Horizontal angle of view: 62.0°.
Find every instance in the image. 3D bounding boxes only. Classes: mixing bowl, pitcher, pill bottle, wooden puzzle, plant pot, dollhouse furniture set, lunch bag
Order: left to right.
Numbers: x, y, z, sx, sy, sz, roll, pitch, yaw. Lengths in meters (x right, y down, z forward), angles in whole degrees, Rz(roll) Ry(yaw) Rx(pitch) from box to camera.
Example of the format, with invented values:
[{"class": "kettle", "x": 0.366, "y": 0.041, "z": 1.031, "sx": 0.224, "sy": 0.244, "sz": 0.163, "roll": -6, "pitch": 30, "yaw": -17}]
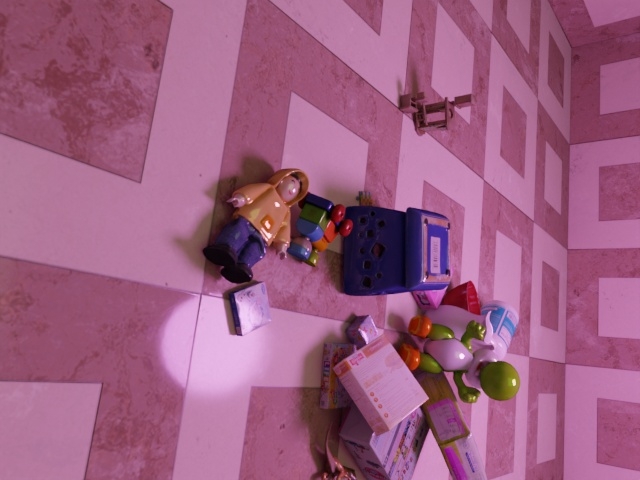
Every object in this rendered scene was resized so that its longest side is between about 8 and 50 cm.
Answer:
[{"class": "lunch bag", "x": 0.111, "y": 0.247, "z": 1.381, "sx": 0.071, "sy": 0.053, "sz": 0.083, "roll": -43, "pitch": 111, "yaw": -47}, {"class": "wooden puzzle", "x": 0.123, "y": -0.109, "z": 1.452, "sx": 0.083, "sy": 0.006, "sz": 0.049, "roll": -5, "pitch": 92, "yaw": -52}, {"class": "plant pot", "x": 0.209, "y": 0.029, "z": 1.384, "sx": 0.236, "sy": 0.212, "sz": 0.235, "roll": 7, "pitch": 83, "yaw": -54}, {"class": "dollhouse furniture set", "x": 0.360, "y": -0.393, "z": 1.629, "sx": 0.161, "sy": 0.182, "sz": 0.101, "roll": 4, "pitch": 85, "yaw": -52}, {"class": "pitcher", "x": 0.437, "y": 0.284, "z": 1.666, "sx": 0.125, "sy": 0.207, "sz": 0.177, "roll": -61, "pitch": 138, "yaw": -38}, {"class": "mixing bowl", "x": 0.470, "y": 0.230, "z": 1.788, "sx": 0.181, "sy": 0.098, "sz": 0.181, "roll": 31, "pitch": 54, "yaw": -55}, {"class": "pill bottle", "x": 0.623, "y": 0.349, "z": 1.950, "sx": 0.264, "sy": 0.146, "sz": 0.146, "roll": -46, "pitch": 123, "yaw": -42}]

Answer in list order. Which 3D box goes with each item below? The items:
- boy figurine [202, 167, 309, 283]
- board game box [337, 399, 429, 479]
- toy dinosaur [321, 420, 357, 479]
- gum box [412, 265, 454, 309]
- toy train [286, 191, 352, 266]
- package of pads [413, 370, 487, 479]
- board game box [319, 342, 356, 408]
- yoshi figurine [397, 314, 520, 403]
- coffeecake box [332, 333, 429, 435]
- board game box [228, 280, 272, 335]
[{"class": "boy figurine", "x": -0.112, "y": -0.040, "z": 1.083, "sx": 0.177, "sy": 0.092, "sz": 0.285, "roll": 55, "pitch": 50, "yaw": -26}, {"class": "board game box", "x": 0.175, "y": 0.498, "z": 1.391, "sx": 0.224, "sy": 0.098, "sz": 0.303, "roll": -57, "pitch": 134, "yaw": -37}, {"class": "toy dinosaur", "x": 0.028, "y": 0.535, "z": 1.265, "sx": 0.112, "sy": 0.064, "sz": 0.211, "roll": -78, "pitch": 153, "yaw": -46}, {"class": "gum box", "x": 0.351, "y": 0.121, "z": 1.684, "sx": 0.188, "sy": 0.062, "sz": 0.107, "roll": -56, "pitch": 129, "yaw": -38}, {"class": "toy train", "x": 0.000, "y": 0.000, "z": 1.234, "sx": 0.143, "sy": 0.105, "sz": 0.248, "roll": -62, "pitch": 158, "yaw": -11}, {"class": "package of pads", "x": 0.372, "y": 0.538, "z": 1.552, "sx": 0.296, "sy": 0.101, "sz": 0.229, "roll": -103, "pitch": 169, "yaw": -63}, {"class": "board game box", "x": 0.044, "y": 0.331, "z": 1.310, "sx": 0.103, "sy": 0.026, "sz": 0.154, "roll": 15, "pitch": 76, "yaw": -51}, {"class": "yoshi figurine", "x": 0.420, "y": 0.350, "z": 1.518, "sx": 0.362, "sy": 0.203, "sz": 0.203, "roll": 23, "pitch": 39, "yaw": -8}, {"class": "coffeecake box", "x": 0.142, "y": 0.338, "z": 1.260, "sx": 0.142, "sy": 0.068, "sz": 0.185, "roll": -24, "pitch": 73, "yaw": -35}, {"class": "board game box", "x": -0.142, "y": 0.138, "z": 1.089, "sx": 0.090, "sy": 0.020, "sz": 0.090, "roll": -18, "pitch": 102, "yaw": -50}]
